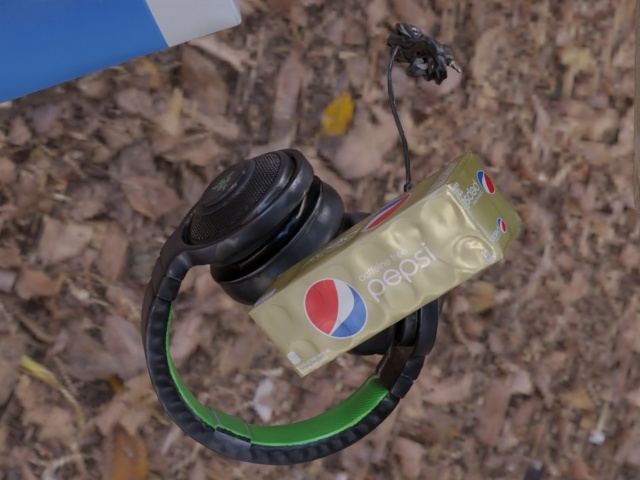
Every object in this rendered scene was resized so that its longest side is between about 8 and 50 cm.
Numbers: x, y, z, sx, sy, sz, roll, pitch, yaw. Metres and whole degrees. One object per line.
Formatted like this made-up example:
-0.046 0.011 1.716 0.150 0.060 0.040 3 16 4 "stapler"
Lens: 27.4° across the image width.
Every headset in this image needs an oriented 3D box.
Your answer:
0.000 0.000 1.131 0.243 0.185 0.394 25 103 -20 "headset"

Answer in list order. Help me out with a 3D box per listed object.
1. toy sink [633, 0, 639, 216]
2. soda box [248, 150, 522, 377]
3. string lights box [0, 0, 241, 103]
0.294 -0.120 0.910 0.153 0.131 0.234 -69 158 -74 "toy sink"
0.041 0.018 0.866 0.061 0.181 0.058 52 33 -8 "soda box"
-0.174 -0.121 0.585 0.260 0.133 0.077 -18 137 5 "string lights box"
